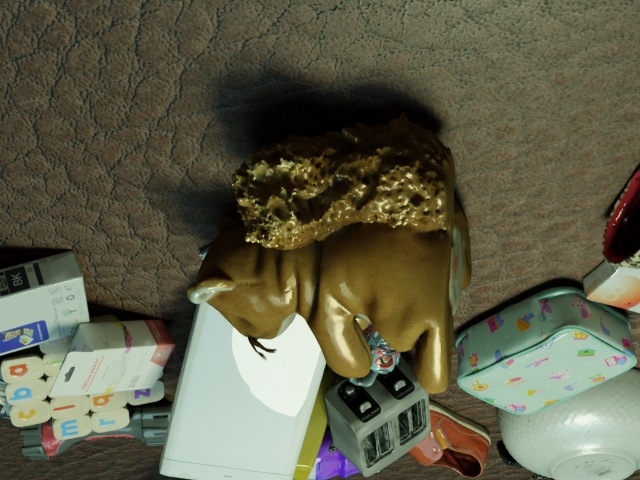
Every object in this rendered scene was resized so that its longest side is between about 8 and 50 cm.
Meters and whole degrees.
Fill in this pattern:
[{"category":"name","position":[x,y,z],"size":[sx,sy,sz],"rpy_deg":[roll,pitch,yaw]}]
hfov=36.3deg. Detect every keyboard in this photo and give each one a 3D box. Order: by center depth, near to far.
[{"category":"keyboard","position":[0.466,0.476,2.057],"size":[0.192,0.100,0.038],"rpy_deg":[10,113,-11]}]

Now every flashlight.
[{"category":"flashlight","position":[-0.439,0.382,1.955],"size":[0.304,0.103,0.103],"rpy_deg":[-3,-179,1]}]

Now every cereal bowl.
[{"category":"cereal bowl","position":[0.519,0.381,1.894],"size":[0.338,0.141,0.339],"rpy_deg":[1,143,1]}]

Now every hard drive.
[{"category":"hard drive","position":[-0.122,0.251,1.649],"size":[0.233,0.047,0.353],"rpy_deg":[11,107,-13]}]

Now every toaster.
[{"category":"toaster","position":[0.102,0.319,1.771],"size":[0.168,0.110,0.186],"rpy_deg":[-28,135,-21]}]

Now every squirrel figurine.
[{"category":"squirrel figurine","position":[0.000,0.000,1.343],"size":[0.370,0.281,0.397],"rpy_deg":[2,131,16]}]

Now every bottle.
[{"category":"bottle","position":[-0.019,0.439,2.005],"size":[0.282,0.118,0.092],"rpy_deg":[2,104,-2]}]

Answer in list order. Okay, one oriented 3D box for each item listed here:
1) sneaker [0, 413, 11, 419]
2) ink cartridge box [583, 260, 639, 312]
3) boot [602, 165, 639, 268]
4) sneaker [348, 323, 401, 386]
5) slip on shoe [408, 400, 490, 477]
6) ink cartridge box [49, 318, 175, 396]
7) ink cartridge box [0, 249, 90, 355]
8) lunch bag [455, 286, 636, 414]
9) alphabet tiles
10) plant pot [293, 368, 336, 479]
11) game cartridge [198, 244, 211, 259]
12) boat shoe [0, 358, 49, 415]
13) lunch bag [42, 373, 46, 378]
[{"category":"sneaker","position":[-0.686,0.311,1.834],"size":[0.319,0.131,0.112],"rpy_deg":[22,138,-26]},{"category":"ink cartridge box","position":[0.523,0.049,1.525],"size":[0.145,0.045,0.179],"rpy_deg":[15,144,-19]},{"category":"boot","position":[0.583,-0.052,1.317],"size":[0.284,0.138,0.377],"rpy_deg":[9,148,-11]},{"category":"sneaker","position":[0.117,0.159,1.613],"size":[0.104,0.125,0.262],"rpy_deg":[14,142,-17]},{"category":"slip on shoe","position":[0.210,0.392,1.950],"size":[0.331,0.101,0.123],"rpy_deg":[26,139,-28]},{"category":"ink cartridge box","position":[-0.360,0.197,1.645],"size":[0.198,0.067,0.115],"rpy_deg":[1,131,-41]},{"category":"ink cartridge box","position":[-0.536,0.125,1.533],"size":[0.332,0.065,0.165],"rpy_deg":[-16,149,-19]},{"category":"lunch bag","position":[0.381,0.194,1.671],"size":[0.224,0.108,0.279],"rpy_deg":[24,139,-33]},{"category":"alphabet tiles","position":[-0.421,0.248,1.752],"size":[0.277,0.021,0.284],"rpy_deg":[-9,131,-17]},{"category":"plant pot","position":[-0.096,0.364,1.846],"size":[0.212,0.187,0.212],"rpy_deg":[9,144,-10]},{"category":"game cartridge","position":[-0.143,0.028,1.536],"size":[0.056,0.017,0.083],"rpy_deg":[-25,137,35]},{"category":"boat shoe","position":[-0.562,0.281,1.796],"size":[0.267,0.088,0.096],"rpy_deg":[26,178,-28]},{"category":"lunch bag","position":[-0.464,0.231,1.788],"size":[0.083,0.053,0.071],"rpy_deg":[5,147,-22]}]
